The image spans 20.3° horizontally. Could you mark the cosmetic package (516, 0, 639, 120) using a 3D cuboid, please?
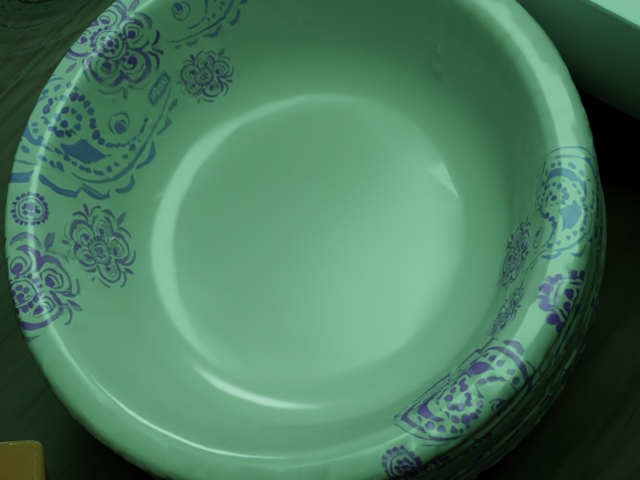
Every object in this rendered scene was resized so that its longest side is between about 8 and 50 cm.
[{"bbox_3d":[0.231,-0.191,0.927,0.377,0.097,0.284,30,70,11],"label":"cosmetic package"}]

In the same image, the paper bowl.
[{"bbox_3d":[0.000,0.000,0.887,0.284,0.148,0.284,-4,70,12],"label":"paper bowl"}]

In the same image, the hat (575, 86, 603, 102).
[{"bbox_3d":[0.142,-0.203,1.053,0.331,0.134,0.331,0,67,0],"label":"hat"}]

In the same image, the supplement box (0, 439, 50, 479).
[{"bbox_3d":[-0.136,0.174,0.747,0.080,0.233,0.078,-4,54,-4],"label":"supplement box"}]
